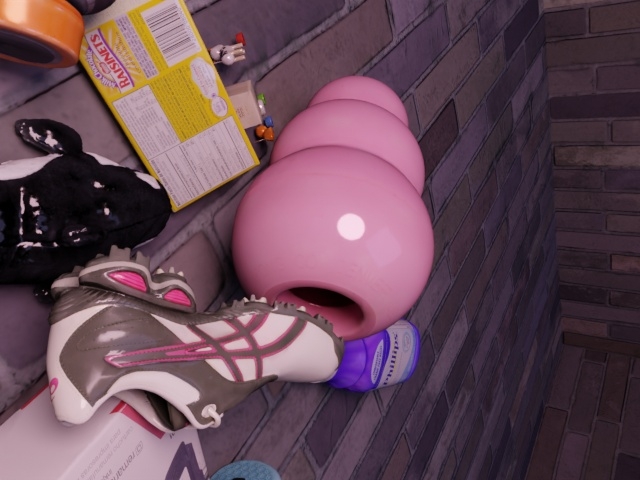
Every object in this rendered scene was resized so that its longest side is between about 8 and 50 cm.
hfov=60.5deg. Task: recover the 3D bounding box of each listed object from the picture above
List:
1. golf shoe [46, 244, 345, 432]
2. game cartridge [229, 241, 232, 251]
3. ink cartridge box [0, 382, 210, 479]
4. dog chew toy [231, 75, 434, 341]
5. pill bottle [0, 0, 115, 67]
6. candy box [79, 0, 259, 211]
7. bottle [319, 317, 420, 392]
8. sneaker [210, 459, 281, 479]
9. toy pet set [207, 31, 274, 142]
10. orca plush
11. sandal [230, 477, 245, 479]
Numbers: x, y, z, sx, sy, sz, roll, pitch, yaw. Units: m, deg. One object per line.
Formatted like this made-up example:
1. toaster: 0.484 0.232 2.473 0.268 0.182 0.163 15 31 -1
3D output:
1. golf shoe: -0.089 0.103 0.456 0.273 0.105 0.120 21 53 -38
2. game cartridge: 0.000 0.000 0.781 0.297 0.062 0.198 -50 138 -40
3. ink cartridge box: -0.176 0.237 0.468 0.172 0.100 0.237 -57 142 -64
4. dog chew toy: 0.026 -0.058 0.614 0.206 0.206 0.332 59 33 -42
5. pill bottle: -0.195 -0.251 0.378 0.130 0.130 0.246 12 84 -56
6. candy box: -0.144 -0.134 0.522 0.105 0.027 0.206 -29 127 -9
7. bottle: 0.065 0.178 0.867 0.283 0.092 0.118 13 87 -56
8. sneaker: -0.115 0.424 0.584 0.319 0.127 0.208 -44 131 -54
9. toy pet set: -0.100 -0.153 0.621 0.114 0.065 0.122 -99 172 -53
10. orca plush: -0.213 -0.027 0.410 0.287 0.102 0.151 19 79 -56
11. sandal: -0.091 0.272 0.501 0.179 0.040 0.067 -13 100 -76
